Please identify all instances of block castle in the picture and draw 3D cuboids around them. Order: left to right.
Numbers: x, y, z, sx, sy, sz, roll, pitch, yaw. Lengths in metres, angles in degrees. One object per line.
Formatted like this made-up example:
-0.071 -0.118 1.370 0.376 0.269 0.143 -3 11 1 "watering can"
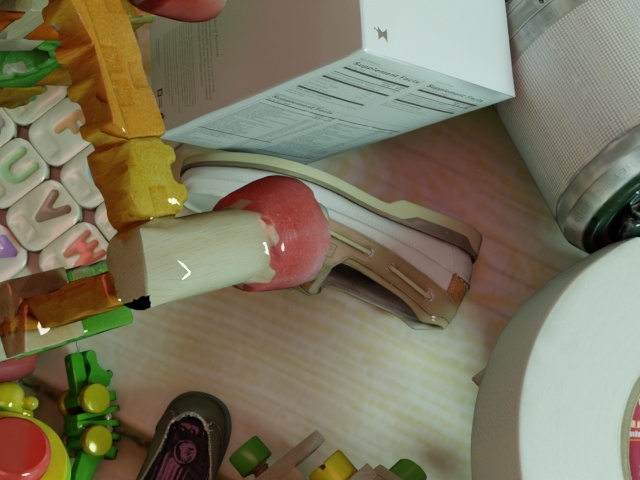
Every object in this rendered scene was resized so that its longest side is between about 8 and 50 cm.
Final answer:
-0.224 -0.054 0.829 0.453 0.213 0.303 -20 87 39 "block castle"

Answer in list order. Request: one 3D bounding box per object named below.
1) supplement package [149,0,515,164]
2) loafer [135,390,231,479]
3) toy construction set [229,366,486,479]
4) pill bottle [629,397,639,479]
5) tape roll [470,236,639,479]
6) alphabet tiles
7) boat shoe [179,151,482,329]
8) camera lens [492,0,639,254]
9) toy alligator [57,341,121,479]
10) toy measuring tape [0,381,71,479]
0.002 -0.202 0.904 0.262 0.198 0.199 -14 75 43 "supplement package"
-0.150 0.261 0.934 0.094 0.087 0.251 12 79 3 "loafer"
0.046 0.222 0.872 0.309 0.257 0.237 -38 71 -8 "toy construction set"
0.283 0.136 0.937 0.121 0.121 0.221 -4 79 0 "pill bottle"
0.302 0.188 0.812 0.392 0.072 0.392 8 70 -22 "tape roll"
-0.289 -0.089 1.036 0.278 0.021 0.284 -38 81 -7 "alphabet tiles"
0.000 0.000 0.970 0.302 0.113 0.103 16 74 3 "boat shoe"
0.274 -0.138 0.917 0.219 0.219 0.274 -21 63 -3 "camera lens"
-0.220 0.148 0.978 0.051 0.056 0.190 5 74 -41 "toy alligator"
-0.285 0.261 0.880 0.121 0.121 0.330 -4 44 0 "toy measuring tape"
